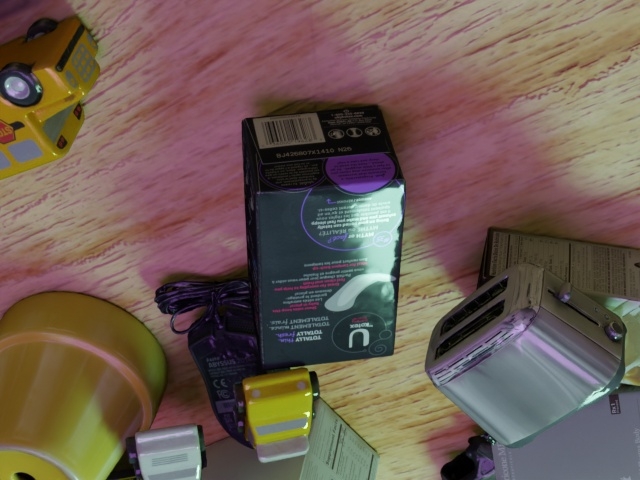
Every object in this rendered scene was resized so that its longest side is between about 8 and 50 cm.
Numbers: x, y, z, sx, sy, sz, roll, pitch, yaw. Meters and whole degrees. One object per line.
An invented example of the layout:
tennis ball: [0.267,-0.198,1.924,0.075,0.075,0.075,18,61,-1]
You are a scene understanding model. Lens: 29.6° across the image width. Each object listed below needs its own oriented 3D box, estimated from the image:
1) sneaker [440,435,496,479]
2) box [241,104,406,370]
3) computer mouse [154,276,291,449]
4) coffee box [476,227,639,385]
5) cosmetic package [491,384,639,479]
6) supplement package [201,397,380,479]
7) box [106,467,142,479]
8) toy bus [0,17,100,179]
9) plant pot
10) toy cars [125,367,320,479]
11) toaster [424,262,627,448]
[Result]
sneaker: [0.213,0.354,1.715,0.106,0.078,0.234,19,128,0]
box: [0.000,0.000,1.387,0.165,0.143,0.270,-5,131,-8]
computer mouse: [-0.096,0.157,1.623,0.188,0.072,0.272,-6,116,20]
coffee box: [0.308,0.082,1.442,0.246,0.098,0.141,8,130,6]
cosmetic package: [0.340,0.254,1.550,0.237,0.107,0.127,-11,86,17]
supplement package: [-0.074,0.378,1.710,0.261,0.204,0.145,-28,119,31]
box: [-0.359,0.377,1.808,0.190,0.184,0.045,-18,80,26]
toy bus: [-0.395,-0.139,1.403,0.332,0.108,0.130,-16,125,24]
plant pot: [-0.357,0.238,1.632,0.254,0.239,0.254,7,130,8]
toy cars: [-0.124,0.263,1.535,0.176,0.087,0.393,12,148,-45]
toaster: [0.219,0.129,1.353,0.146,0.129,0.227,39,128,-14]
